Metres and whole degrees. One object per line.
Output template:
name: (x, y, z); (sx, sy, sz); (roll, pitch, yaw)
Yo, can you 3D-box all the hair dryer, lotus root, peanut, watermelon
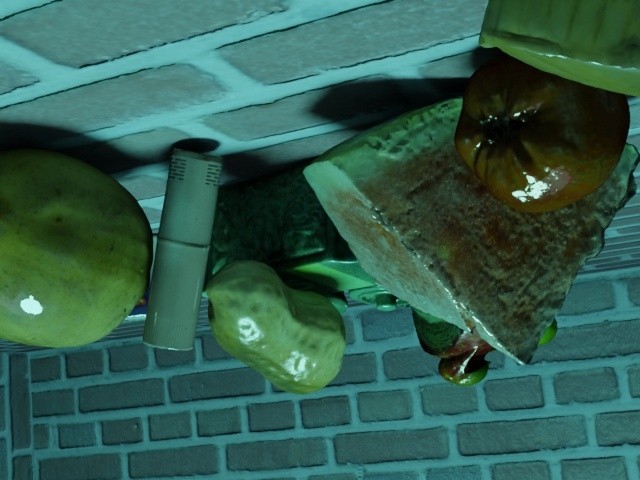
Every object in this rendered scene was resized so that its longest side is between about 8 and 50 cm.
hair dryer: (-0.156, 0.002, 0.917); (0.053, 0.195, 0.220); (9, -177, -14)
lotus root: (-0.267, 0.003, 0.777); (0.182, 0.183, 0.310); (-8, 165, 13)
peanut: (-0.046, 0.090, 0.920); (0.120, 0.110, 0.236); (16, 159, 33)
watermelon: (0.140, -0.028, 0.790); (0.310, 0.232, 0.193); (-14, -151, -36)

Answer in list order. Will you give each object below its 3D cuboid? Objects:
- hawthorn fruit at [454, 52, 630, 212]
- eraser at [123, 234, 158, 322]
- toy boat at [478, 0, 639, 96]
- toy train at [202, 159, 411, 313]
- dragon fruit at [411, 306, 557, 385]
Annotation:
hawthorn fruit: (0.179, -0.087, 0.674); (0.138, 0.133, 0.133); (-9, 175, -42)
eraser: (-0.301, 0.059, 1.244); (0.210, 0.125, 0.068); (-4, 169, -12)
toy boat: (0.209, -0.127, 0.475); (0.321, 0.089, 0.121); (-9, -151, -35)
toy train: (0.000, 0.000, 1.028); (0.299, 0.167, 0.238); (-14, 157, 34)
dragon fruit: (0.194, 0.045, 1.099); (0.130, 0.268, 0.295); (16, -169, -21)
